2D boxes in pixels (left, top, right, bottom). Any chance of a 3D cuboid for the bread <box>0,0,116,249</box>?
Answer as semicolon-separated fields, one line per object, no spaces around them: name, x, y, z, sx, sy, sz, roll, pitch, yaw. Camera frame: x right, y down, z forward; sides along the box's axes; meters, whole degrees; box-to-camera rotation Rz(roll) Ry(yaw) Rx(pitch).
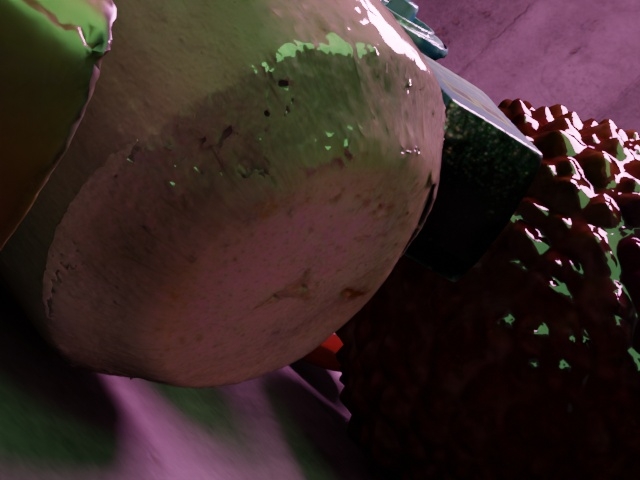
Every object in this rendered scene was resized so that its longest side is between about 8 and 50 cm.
bread;-0.176;-0.092;0.579;0.156;0.158;0.261;29;15;-25

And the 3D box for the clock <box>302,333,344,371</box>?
clock;0.000;0.000;1.232;0.205;0.051;0.205;30;44;-34

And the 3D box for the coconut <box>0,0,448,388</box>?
coconut;-0.068;-0.063;0.729;0.234;0.224;0.224;60;12;30

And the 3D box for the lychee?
lychee;0.156;0.062;1.095;0.306;0.306;0.330;36;35;-62

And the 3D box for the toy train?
toy train;-0.026;-0.104;0.936;0.298;0.120;0.194;28;15;-26
